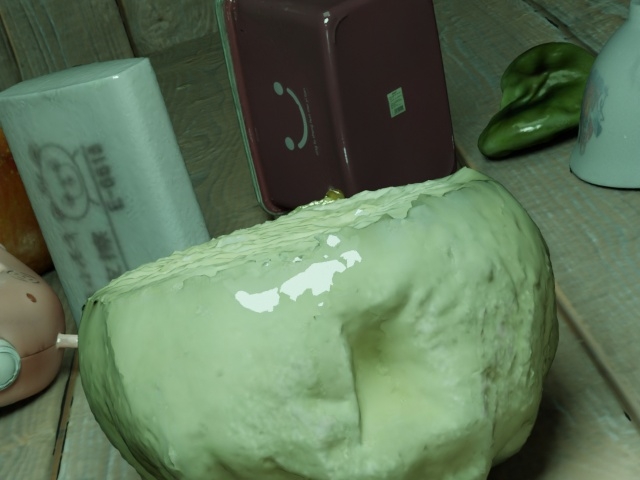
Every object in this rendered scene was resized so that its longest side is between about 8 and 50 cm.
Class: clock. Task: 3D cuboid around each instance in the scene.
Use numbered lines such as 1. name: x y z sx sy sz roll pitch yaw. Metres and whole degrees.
1. clock: -0.352 0.076 1.535 0.227 0.142 0.241 -9 19 -33

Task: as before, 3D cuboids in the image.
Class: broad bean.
1. broad bean: 0.251 -0.151 1.827 0.153 0.072 0.207 -24 24 27

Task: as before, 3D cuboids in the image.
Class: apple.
1. apple: -0.391 -0.054 1.943 0.251 0.206 0.272 -9 19 -7

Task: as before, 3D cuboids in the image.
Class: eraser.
1. eraser: -0.196 -0.031 1.554 0.174 0.270 0.095 -4 23 37

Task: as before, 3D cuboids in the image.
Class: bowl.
1. bowl: 0.398 -0.185 1.638 0.345 0.157 0.345 -17 17 5

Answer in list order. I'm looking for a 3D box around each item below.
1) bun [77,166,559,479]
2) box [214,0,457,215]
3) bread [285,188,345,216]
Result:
1. bun: 0.007 0.086 1.114 0.359 0.211 0.360 -17 6 2
2. box: 0.027 -0.163 1.744 0.193 0.294 0.167 -31 32 -33
3. bread: 0.000 0.000 1.548 0.084 0.109 0.080 -21 20 4
